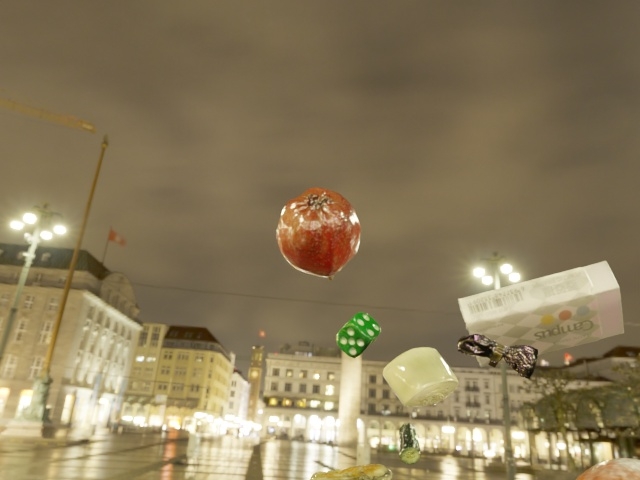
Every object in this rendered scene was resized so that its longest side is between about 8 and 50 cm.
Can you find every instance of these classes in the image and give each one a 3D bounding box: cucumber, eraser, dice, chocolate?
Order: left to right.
[{"bbox_3d":[0.142,0.354,1.825,0.128,0.120,0.131,-24,-27,-57],"label":"dice"},{"bbox_3d":[0.306,0.696,1.695,0.077,0.077,0.265,1,3,7],"label":"cucumber"},{"bbox_3d":[0.342,0.222,0.948,0.147,0.070,0.072,8,-52,20],"label":"chocolate"},{"bbox_3d":[0.608,0.210,1.346,0.396,0.082,0.213,-18,-62,14],"label":"eraser"}]

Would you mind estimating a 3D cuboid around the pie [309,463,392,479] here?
[{"bbox_3d":[0.117,0.935,1.897,0.338,0.077,0.339,-6,-17,-2],"label":"pie"}]

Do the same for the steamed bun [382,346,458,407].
[{"bbox_3d":[0.369,0.485,1.763,0.250,0.200,0.155,-1,-47,-32],"label":"steamed bun"}]

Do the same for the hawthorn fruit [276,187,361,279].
[{"bbox_3d":[0.000,0.000,1.191,0.204,0.205,0.253,1,-50,8],"label":"hawthorn fruit"}]

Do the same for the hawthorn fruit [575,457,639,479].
[{"bbox_3d":[0.387,0.400,0.552,0.231,0.263,0.235,1,1,-15],"label":"hawthorn fruit"}]
